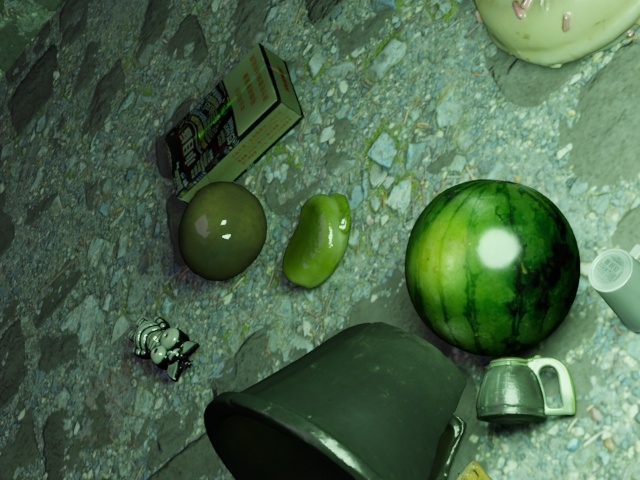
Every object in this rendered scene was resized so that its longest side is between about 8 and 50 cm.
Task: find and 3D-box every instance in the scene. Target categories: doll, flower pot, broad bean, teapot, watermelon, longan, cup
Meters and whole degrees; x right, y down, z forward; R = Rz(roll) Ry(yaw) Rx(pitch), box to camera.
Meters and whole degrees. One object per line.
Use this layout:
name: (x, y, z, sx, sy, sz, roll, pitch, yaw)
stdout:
doll: (-0.310, 0.202, 2.187, 0.219, 0.067, 0.091, 22, 74, 51)
flower pot: (0.048, 0.262, 1.535, 0.379, 0.379, 0.251, 5, 47, 50)
broad bean: (0.000, 0.000, 1.959, 0.124, 0.082, 0.175, 14, 88, 52)
teapot: (0.271, 0.201, 1.513, 0.092, 0.124, 0.091, 129, 144, -70)
watermelon: (0.233, 0.037, 1.534, 0.242, 0.242, 0.242, -27, 49, 36)
longan: (-0.185, -0.015, 2.104, 0.189, 0.189, 0.189, -27, 49, 36)
cup: (0.404, 0.051, 1.433, 0.104, 0.116, 0.074, -50, 40, 2)

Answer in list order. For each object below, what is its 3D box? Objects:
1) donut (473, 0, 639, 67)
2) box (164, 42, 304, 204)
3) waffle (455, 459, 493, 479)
donut: (0.389, -0.456, 1.747, 0.382, 0.142, 0.383, -27, 48, 35)
box: (-0.181, -0.230, 2.300, 0.310, 0.084, 0.198, -41, 42, 23)
waffle: (0.216, 0.370, 1.515, 0.092, 0.021, 0.135, -54, 38, 9)
